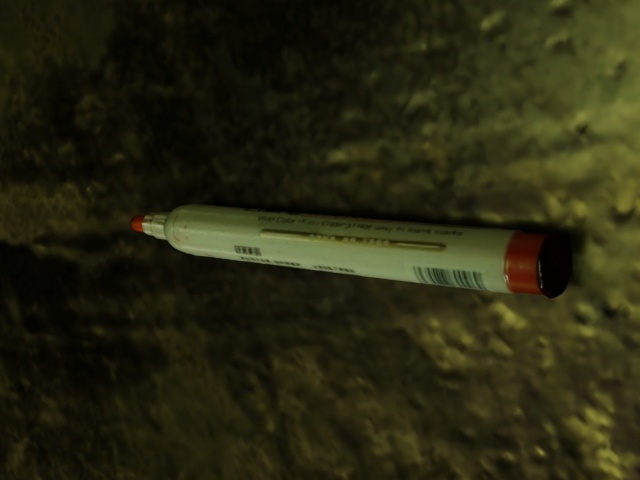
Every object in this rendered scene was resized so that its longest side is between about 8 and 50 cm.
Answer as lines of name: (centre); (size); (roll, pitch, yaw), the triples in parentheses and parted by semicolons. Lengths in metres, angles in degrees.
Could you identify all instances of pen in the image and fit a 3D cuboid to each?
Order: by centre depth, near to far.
pen: (0.000, 0.000, 0.493); (0.218, 0.026, 0.026); (6, 102, 36)
